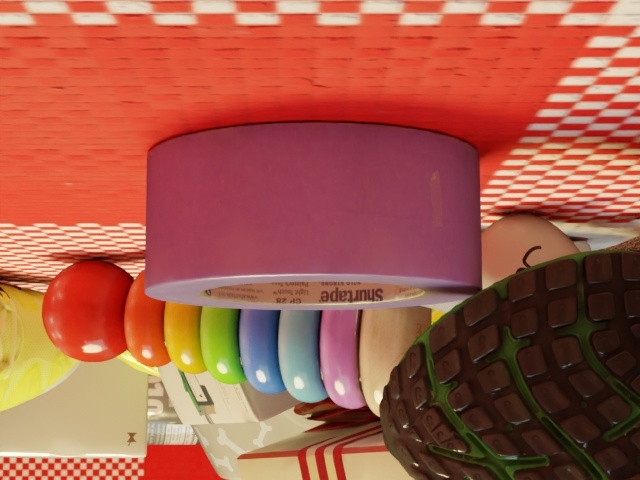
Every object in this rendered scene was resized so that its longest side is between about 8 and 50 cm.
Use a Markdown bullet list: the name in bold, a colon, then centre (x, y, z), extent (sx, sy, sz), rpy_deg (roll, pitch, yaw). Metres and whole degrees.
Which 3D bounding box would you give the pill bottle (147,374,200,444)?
- **pill bottle**: centre (-0.236, 0.237, 2.221), extent (0.283, 0.161, 0.161), rpy_deg (1, 172, -11)

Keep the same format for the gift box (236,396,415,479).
- **gift box**: centre (0.101, 0.249, 1.301), extent (0.255, 0.258, 0.276), rpy_deg (-12, -179, 42)

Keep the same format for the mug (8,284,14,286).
- **mug**: centre (-0.372, 0.098, 1.464), extent (0.130, 0.097, 0.158), rpy_deg (0, 172, -2)

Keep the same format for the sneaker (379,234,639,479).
- **sneaker**: centre (0.197, 0.056, 0.812), extent (0.344, 0.134, 0.146), rpy_deg (-21, 177, -4)

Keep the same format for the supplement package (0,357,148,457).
- **supplement package**: centre (-0.309, 0.167, 1.673), extent (0.178, 0.175, 0.293), rpy_deg (4, 171, -16)

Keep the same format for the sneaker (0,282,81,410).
- **sneaker**: centre (-0.356, 0.092, 1.272), extent (0.147, 0.145, 0.385), rpy_deg (-7, 171, 41)

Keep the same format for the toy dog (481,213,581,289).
- **toy dog**: centre (0.271, 0.076, 1.056), extent (0.334, 0.220, 0.161), rpy_deg (-6, -161, -33)

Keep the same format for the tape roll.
- **tape roll**: centre (-0.004, -0.008, 0.802), extent (0.189, 0.080, 0.189), rpy_deg (-1, 171, 0)

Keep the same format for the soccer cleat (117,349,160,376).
- **soccer cleat**: centre (-0.135, 0.109, 1.569), extent (0.289, 0.093, 0.121), rpy_deg (7, 172, -42)

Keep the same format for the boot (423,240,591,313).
- **boot**: centre (0.135, 0.053, 1.107), extent (0.190, 0.086, 0.069), rpy_deg (-7, 174, -20)

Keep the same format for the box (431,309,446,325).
- **box**: centre (0.259, 0.186, 1.460), extent (0.177, 0.279, 0.290), rpy_deg (5, 170, -34)

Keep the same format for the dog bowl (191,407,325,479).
- **dog bowl**: centre (0.013, 0.186, 1.677), extent (0.349, 0.102, 0.349), rpy_deg (-16, -177, 1)

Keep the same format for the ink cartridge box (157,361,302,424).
- **ink cartridge box**: centre (-0.051, 0.109, 1.396), extent (0.160, 0.092, 0.219), rpy_deg (-24, -178, -24)

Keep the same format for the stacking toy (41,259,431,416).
- **stacking toy**: centre (-0.078, 0.068, 1.212), extent (0.330, 0.141, 0.141), rpy_deg (4, 173, 16)
